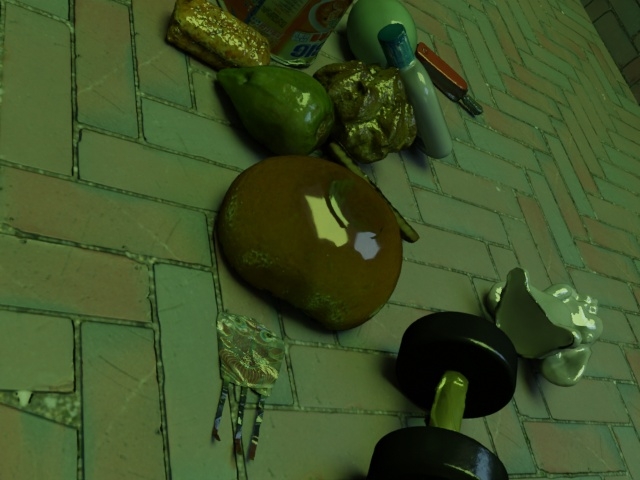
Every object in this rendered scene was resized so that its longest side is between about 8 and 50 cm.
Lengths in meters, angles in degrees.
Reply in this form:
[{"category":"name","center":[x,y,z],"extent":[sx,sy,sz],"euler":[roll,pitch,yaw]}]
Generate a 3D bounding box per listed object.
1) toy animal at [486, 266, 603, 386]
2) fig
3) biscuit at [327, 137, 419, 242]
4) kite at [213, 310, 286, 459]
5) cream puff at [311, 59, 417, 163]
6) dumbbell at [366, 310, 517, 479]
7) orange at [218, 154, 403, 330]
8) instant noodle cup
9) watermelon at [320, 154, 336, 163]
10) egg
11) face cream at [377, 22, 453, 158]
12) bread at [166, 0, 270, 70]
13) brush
[{"category":"toy animal","center":[0.485,0.192,1.477],"extent":[0.289,0.174,0.249],"euler":[25,33,-26]},{"category":"fig","center":[-0.076,-0.262,1.308],"extent":[0.233,0.167,0.167],"euler":[49,38,-11]},{"category":"biscuit","center":[0.098,-0.096,1.380],"extent":[0.254,0.029,0.172],"euler":[50,3,-2]},{"category":"kite","center":[-0.113,0.204,1.011],"extent":[0.127,0.016,0.229],"euler":[29,39,-20]},{"category":"cream puff","center":[0.090,-0.275,1.467],"extent":[0.244,0.196,0.244],"euler":[-18,90,-79]},{"category":"dumbbell","center":[0.197,0.284,1.091],"extent":[0.203,0.203,0.322],"euler":[40,39,-13]},{"category":"orange","center":[0.004,-0.003,1.166],"extent":[0.334,0.196,0.263],"euler":[38,61,-22]},{"category":"instant noodle cup","center":[-0.057,-0.562,1.529],"extent":[0.296,0.214,0.296],"euler":[25,45,-27]},{"category":"watermelon","center":[0.018,-0.102,1.324],"extent":[0.135,0.094,0.125],"euler":[-29,87,-40]},{"category":"egg","center":[0.149,-0.511,1.724],"extent":[0.168,0.168,0.231],"euler":[13,45,-37]},{"category":"face cream","center":[0.209,-0.337,1.577],"extent":[0.337,0.080,0.163],"euler":[58,1,-44]},{"category":"bread","center":[-0.196,-0.393,1.366],"extent":[0.211,0.083,0.114],"euler":[23,49,-27]},{"category":"brush","center":[0.344,-0.469,1.971],"extent":[0.323,0.051,0.070],"euler":[39,37,-13]}]
